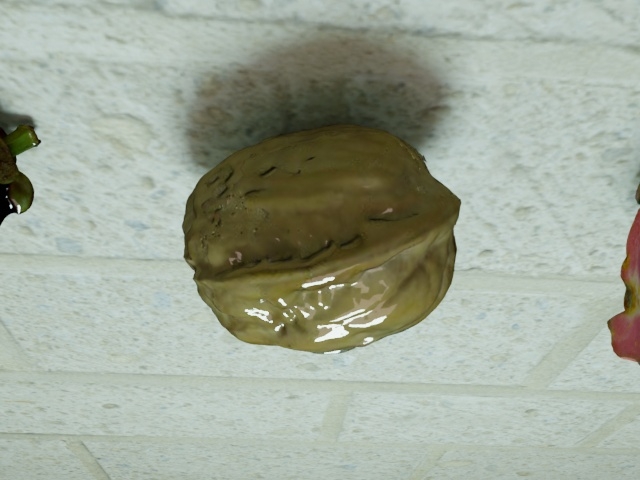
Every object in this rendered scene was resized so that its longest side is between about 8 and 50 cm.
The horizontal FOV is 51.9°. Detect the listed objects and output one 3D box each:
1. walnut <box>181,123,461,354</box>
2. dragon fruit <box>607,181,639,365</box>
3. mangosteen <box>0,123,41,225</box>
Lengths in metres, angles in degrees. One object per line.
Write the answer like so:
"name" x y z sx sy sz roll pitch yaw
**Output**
"walnut" 0.000 0.000 0.557 0.245 0.198 0.198 -15 144 22
"dragon fruit" 0.368 0.025 0.531 0.189 0.290 0.290 18 143 -19
"mangosteen" -0.307 -0.057 0.546 0.151 0.137 0.137 -28 153 -21
